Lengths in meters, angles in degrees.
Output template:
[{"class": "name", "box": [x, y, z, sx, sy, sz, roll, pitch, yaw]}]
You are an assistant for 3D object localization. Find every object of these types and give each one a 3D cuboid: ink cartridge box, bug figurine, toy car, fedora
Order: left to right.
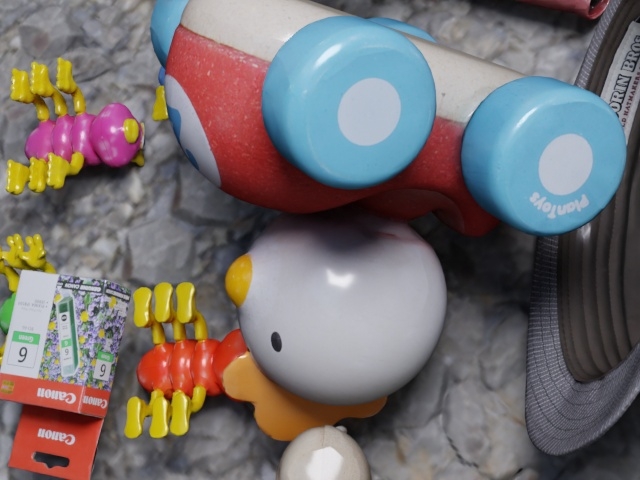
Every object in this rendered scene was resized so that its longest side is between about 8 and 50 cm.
[{"class": "ink cartridge box", "box": [-0.153, 0.078, 0.745, 0.063, 0.029, 0.115, 6, 79, 26]}, {"class": "bug figurine", "box": [-0.110, -0.014, 0.808, 0.216, 0.072, 0.279, -2, 76, 25]}, {"class": "toy car", "box": [0.000, 0.000, 0.675, 0.219, 0.210, 0.238, 38, 113, 60]}, {"class": "fedora", "box": [0.199, -0.015, 0.644, 0.124, 0.243, 0.275, 14, 61, -7]}]

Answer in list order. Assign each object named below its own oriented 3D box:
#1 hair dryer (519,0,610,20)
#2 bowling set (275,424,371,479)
[{"class": "hair dryer", "box": [0.034, -0.181, 0.762, 0.294, 0.080, 0.223, 9, 44, -6]}, {"class": "bowling set", "box": [0.054, 0.246, 0.645, 0.200, 0.154, 0.287, 12, 74, 3]}]
